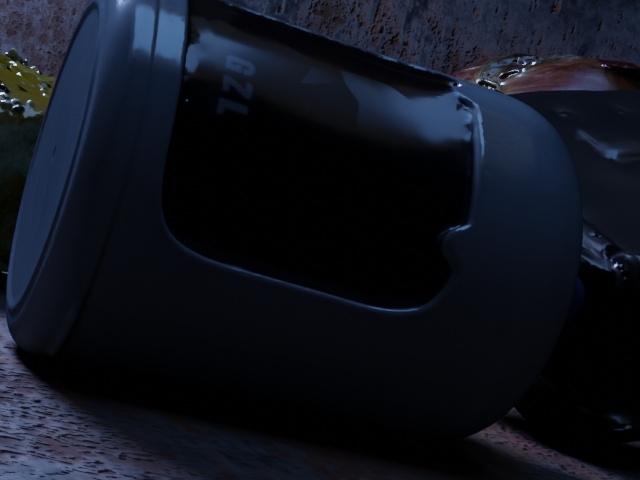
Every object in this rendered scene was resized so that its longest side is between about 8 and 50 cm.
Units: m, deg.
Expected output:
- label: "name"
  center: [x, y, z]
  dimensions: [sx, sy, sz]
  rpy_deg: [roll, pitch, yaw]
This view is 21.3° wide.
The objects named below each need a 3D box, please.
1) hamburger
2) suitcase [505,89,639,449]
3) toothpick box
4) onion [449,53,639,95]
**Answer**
- label: "hamburger"
  center: [-0.303, -0.079, 1.333]
  dimensions: [0.288, 0.168, 0.192]
  rpy_deg: [31, 14, 26]
- label: "suitcase"
  center: [0.253, 0.002, 1.364]
  dimensions: [0.345, 0.188, 0.339]
  rpy_deg: [-7, 36, -29]
- label: "toothpick box"
  center: [0.000, 0.000, 1.064]
  dimensions: [0.354, 0.263, 0.263]
  rpy_deg: [15, 2, -16]
- label: "onion"
  center: [0.197, -0.035, 1.694]
  dimensions: [0.353, 0.354, 0.353]
  rpy_deg: [15, 3, -1]
